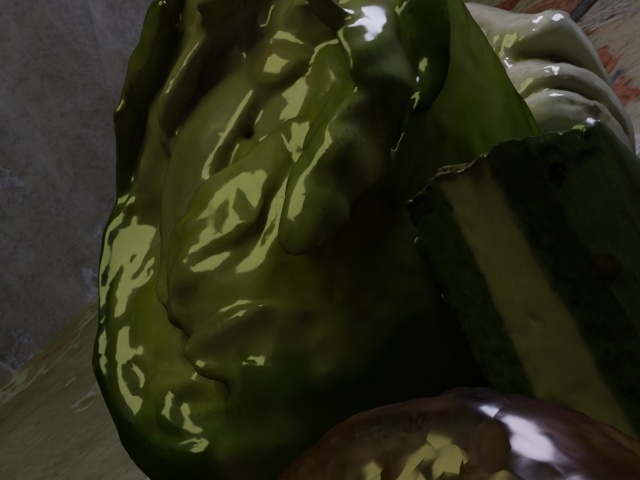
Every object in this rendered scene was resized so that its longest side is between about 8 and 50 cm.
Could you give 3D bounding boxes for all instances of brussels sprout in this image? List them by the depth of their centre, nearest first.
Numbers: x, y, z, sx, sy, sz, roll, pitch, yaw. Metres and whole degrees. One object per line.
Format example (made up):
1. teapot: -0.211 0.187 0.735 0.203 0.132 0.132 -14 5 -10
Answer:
1. brussels sprout: 0.000 0.000 0.900 0.276 0.371 0.315 -5 -10 35

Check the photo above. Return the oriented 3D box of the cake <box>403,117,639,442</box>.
1. cake: 0.186 0.053 0.766 0.158 0.283 0.172 -26 5 40

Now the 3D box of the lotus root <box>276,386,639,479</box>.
1. lotus root: 0.054 0.196 0.529 0.316 0.250 0.316 -18 48 22

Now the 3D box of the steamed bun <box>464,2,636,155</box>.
1. steamed bun: 0.119 -0.015 1.204 0.352 0.247 0.339 5 61 46
